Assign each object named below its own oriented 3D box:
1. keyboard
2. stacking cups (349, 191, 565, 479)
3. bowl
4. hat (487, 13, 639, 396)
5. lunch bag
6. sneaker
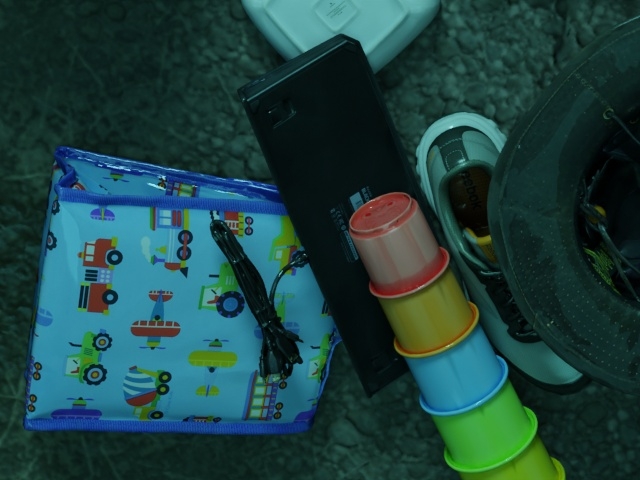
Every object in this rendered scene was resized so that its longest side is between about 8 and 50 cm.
[{"bbox_3d":[0.000,0.000,1.709,0.201,0.033,0.317,-32,118,-18],"label":"keyboard"},{"bbox_3d":[0.116,0.105,1.731,0.096,0.096,0.316,-21,118,11],"label":"stacking cups"},{"bbox_3d":[0.014,-0.200,1.689,0.142,0.053,0.142,-40,101,17],"label":"bowl"},{"bbox_3d":[0.303,-0.036,1.673,0.331,0.134,0.331,0,95,4],"label":"hat"},{"bbox_3d":[-0.103,0.057,1.758,0.293,0.138,0.221,7,108,-10],"label":"lunch bag"},{"bbox_3d":[0.160,0.024,1.728,0.100,0.108,0.272,-26,107,10],"label":"sneaker"}]
